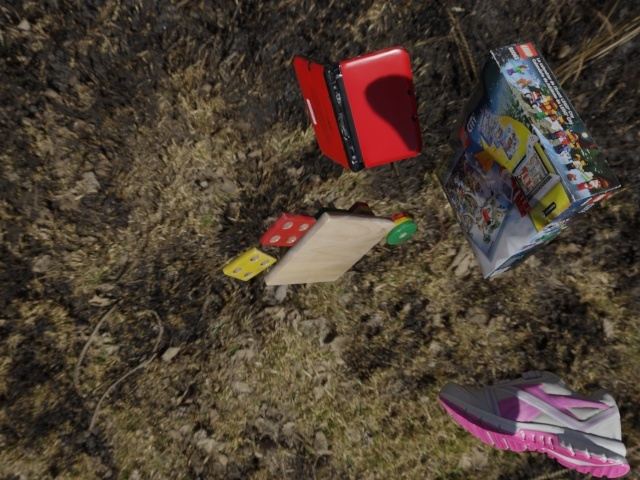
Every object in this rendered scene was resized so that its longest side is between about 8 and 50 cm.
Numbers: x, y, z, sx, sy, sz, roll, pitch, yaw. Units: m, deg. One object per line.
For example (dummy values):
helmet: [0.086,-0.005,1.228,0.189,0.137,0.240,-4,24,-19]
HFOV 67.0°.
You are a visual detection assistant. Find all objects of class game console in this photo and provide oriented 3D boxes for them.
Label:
game console: [0.046,-0.166,0.598,0.085,0.124,0.143,-33,131,-15]

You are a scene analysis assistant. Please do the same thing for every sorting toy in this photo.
sorting toy: [0.000,0.000,0.615,0.132,0.275,0.046,-46,60,32]

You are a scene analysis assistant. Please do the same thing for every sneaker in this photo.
sneaker: [0.302,0.244,0.701,0.253,0.103,0.111,9,57,28]

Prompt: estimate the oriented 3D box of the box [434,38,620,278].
box: [0.197,-0.067,0.517,0.044,0.233,0.159,-17,71,-6]
